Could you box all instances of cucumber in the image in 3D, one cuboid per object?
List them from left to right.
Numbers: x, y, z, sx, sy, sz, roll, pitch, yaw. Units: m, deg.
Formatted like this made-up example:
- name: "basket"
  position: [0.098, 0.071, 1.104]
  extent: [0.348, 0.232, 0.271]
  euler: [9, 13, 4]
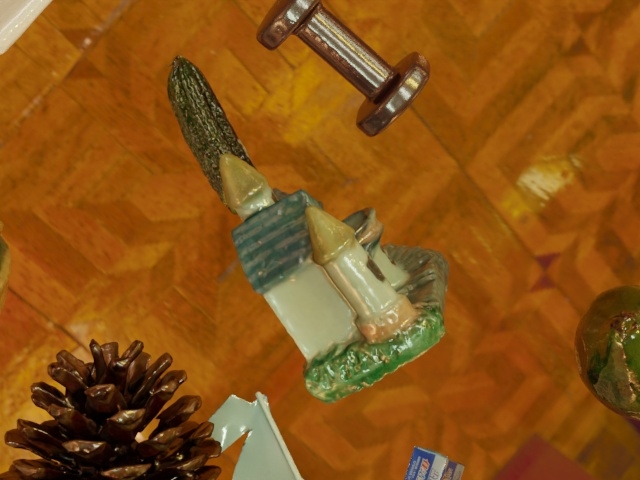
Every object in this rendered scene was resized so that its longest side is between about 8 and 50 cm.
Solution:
- name: "cucumber"
  position: [-0.170, -0.163, 1.827]
  extent: [0.077, 0.265, 0.077]
  euler: [-26, 156, -12]

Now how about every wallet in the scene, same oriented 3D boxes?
- name: "wallet"
  position: [-0.381, -0.307, 1.556]
  extent: [0.190, 0.095, 0.033]
  euler: [-57, 137, -25]

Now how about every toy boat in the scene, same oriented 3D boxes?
- name: "toy boat"
  position: [-0.002, 0.273, 1.063]
  extent: [0.070, 0.210, 0.291]
  euler: [1, 80, -59]

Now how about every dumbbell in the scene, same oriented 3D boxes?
- name: "dumbbell"
  position: [0.032, -0.255, 1.641]
  extent: [0.225, 0.140, 0.124]
  euler: [40, 110, -11]

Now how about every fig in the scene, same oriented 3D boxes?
- name: "fig"
  position: [0.435, 0.149, 1.711]
  extent: [0.245, 0.195, 0.195]
  euler: [23, 98, -55]

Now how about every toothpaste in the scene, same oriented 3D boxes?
- name: "toothpaste"
  position: [0.168, 0.344, 1.773]
  extent: [0.272, 0.053, 0.066]
  euler: [46, 64, -72]

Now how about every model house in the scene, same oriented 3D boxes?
- name: "model house"
  position: [0.000, 0.000, 1.561]
  extent: [0.194, 0.267, 0.325]
  euler: [-32, 104, 17]

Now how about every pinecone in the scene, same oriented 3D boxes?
- name: "pinecone"
  position: [-0.184, 0.180, 1.067]
  extent: [0.208, 0.208, 0.207]
  euler: [-12, 116, -26]

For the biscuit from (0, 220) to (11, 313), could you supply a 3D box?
- name: "biscuit"
  position: [-0.438, 0.021, 1.141]
  extent: [0.287, 0.344, 0.057]
  euler: [5, 110, -12]
